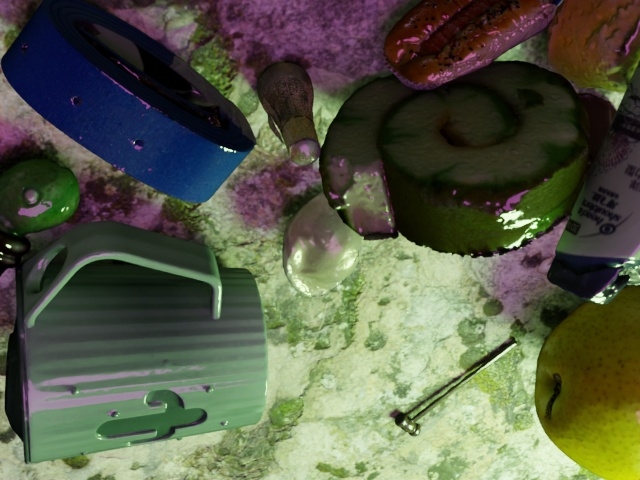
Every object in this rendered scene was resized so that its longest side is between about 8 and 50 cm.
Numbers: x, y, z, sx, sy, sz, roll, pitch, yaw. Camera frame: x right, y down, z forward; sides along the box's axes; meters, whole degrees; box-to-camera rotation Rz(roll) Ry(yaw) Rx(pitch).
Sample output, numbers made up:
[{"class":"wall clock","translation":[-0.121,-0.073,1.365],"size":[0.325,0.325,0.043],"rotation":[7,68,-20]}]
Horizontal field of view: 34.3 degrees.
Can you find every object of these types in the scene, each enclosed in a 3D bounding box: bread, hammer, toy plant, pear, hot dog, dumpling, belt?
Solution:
[{"class":"bread","translation":[0.447,-0.302,1.523],"size":[0.197,0.170,0.197],"rotation":[-11,118,-21]},{"class":"bread","translation":[0.184,-0.125,1.473],"size":[0.382,0.366,0.129],"rotation":[-22,130,-8]},{"class":"hammer","translation":[0.271,0.286,2.032],"size":[0.292,0.029,0.058],"rotation":[-40,126,16]},{"class":"toy plant","translation":[-0.490,-0.043,1.525],"size":[0.218,0.175,0.235],"rotation":[32,89,-24]},{"class":"pear","translation":[0.591,0.264,1.874],"size":[0.419,0.362,0.362],"rotation":[6,125,-13]},{"class":"hot dog","translation":[0.212,-0.311,1.483],"size":[0.268,0.144,0.075],"rotation":[-34,156,1]},{"class":"dumpling","translation":[0.000,0.000,1.696],"size":[0.136,0.118,0.199],"rotation":[21,99,-28]},{"class":"belt","translation":[-0.258,-0.192,1.424],"size":[0.347,0.212,0.117],"rotation":[31,114,-27]}]

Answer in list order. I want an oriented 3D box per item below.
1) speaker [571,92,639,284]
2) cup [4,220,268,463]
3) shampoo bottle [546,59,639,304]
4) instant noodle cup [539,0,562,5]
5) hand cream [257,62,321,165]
[{"class":"speaker","translation":[0.469,-0.048,1.640],"size":[0.198,0.329,0.259],"rotation":[-42,131,19]},{"class":"cup","translation":[-0.291,0.166,1.610],"size":[0.392,0.310,0.401],"rotation":[-3,163,-16]},{"class":"shampoo bottle","translation":[0.435,-0.084,1.420],"size":[0.078,0.134,0.359],"rotation":[14,102,-47]},{"class":"instant noodle cup","translation":[0.439,-0.457,1.361],"size":[0.313,0.284,0.284],"rotation":[-5,128,-18]},{"class":"hand cream","translation":[-0.037,-0.174,1.491],"size":[0.084,0.203,0.084],"rotation":[-7,129,-9]}]
